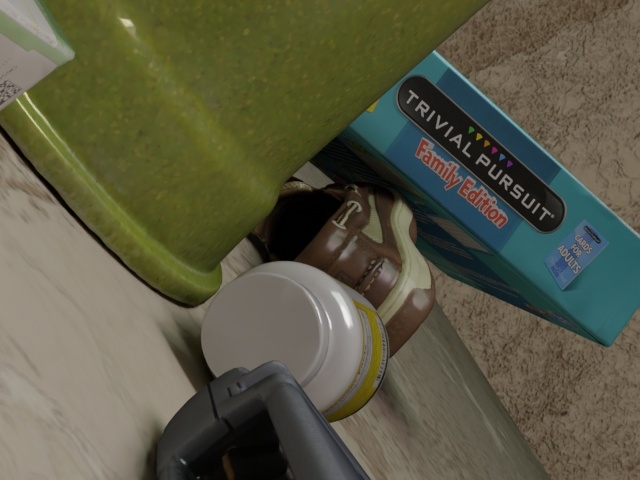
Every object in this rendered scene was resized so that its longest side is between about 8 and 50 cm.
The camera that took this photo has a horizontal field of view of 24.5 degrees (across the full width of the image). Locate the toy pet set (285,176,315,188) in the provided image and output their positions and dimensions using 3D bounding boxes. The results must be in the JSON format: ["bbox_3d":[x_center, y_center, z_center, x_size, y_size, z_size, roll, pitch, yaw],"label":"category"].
[{"bbox_3d":[-0.003,-0.005,1.136,0.114,0.065,0.122,25,2,-15],"label":"toy pet set"}]

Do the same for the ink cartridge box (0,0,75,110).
[{"bbox_3d":[-0.158,-0.124,0.347,0.171,0.056,0.235,58,4,12],"label":"ink cartridge box"}]

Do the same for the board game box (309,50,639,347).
[{"bbox_3d":[0.056,-0.073,1.063,0.336,0.079,0.254,39,-5,-23],"label":"board game box"}]

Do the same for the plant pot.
[{"bbox_3d":[-0.025,-0.154,0.639,0.276,0.254,0.276,56,5,-8],"label":"plant pot"}]

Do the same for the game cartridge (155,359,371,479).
[{"bbox_3d":[0.037,0.139,0.349,0.198,0.062,0.297,59,-3,-8],"label":"game cartridge"}]

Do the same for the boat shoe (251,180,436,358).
[{"bbox_3d":[0.005,-0.006,0.938,0.095,0.095,0.257,38,3,-14],"label":"boat shoe"}]

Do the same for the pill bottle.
[{"bbox_3d":[-0.011,0.043,0.607,0.065,0.065,0.116,58,5,13],"label":"pill bottle"}]
